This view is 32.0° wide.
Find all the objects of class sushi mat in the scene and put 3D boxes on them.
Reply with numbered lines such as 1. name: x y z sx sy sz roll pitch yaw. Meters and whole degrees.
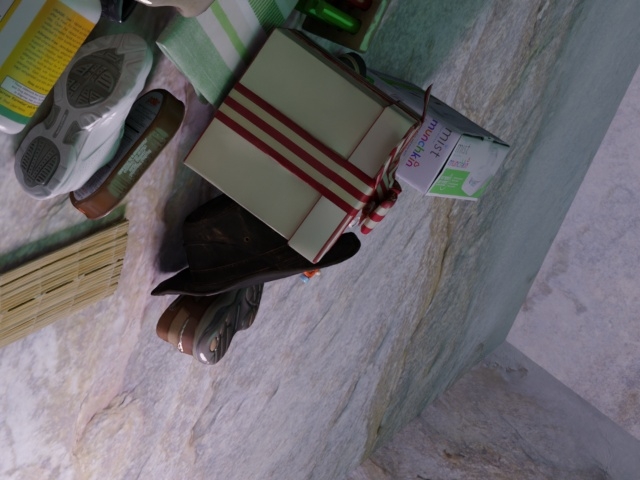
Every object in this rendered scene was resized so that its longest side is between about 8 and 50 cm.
1. sushi mat: -0.386 0.075 1.511 0.316 0.019 0.151 -29 147 -46

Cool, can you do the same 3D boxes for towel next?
1. towel: -0.072 -0.329 1.376 0.325 0.038 0.248 -54 166 -5

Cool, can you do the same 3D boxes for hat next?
1. hat: -0.112 -0.013 1.711 0.331 0.331 0.134 -21 101 -52

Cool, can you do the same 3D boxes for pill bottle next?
1. pill bottle: -0.295 -0.222 1.119 0.208 0.117 0.117 -55 158 5

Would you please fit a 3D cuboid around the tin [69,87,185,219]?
1. tin: -0.244 -0.110 1.404 0.190 0.106 0.040 -52 126 -3

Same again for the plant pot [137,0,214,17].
1. plant pot: -0.111 -0.389 1.019 0.305 0.334 0.334 -48 160 20

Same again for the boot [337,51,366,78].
1. boot: -0.007 -0.198 1.789 0.137 0.077 0.198 -23 131 -42

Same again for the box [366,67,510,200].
1. box: 0.174 -0.183 1.937 0.127 0.231 0.262 -59 158 14

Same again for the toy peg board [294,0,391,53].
1. toy peg board: 0.026 -0.356 1.517 0.079 0.161 0.161 21 98 -36

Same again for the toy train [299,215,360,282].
1. toy train: 0.000 0.000 2.122 0.166 0.046 0.125 -51 159 4

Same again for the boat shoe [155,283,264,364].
1. boat shoe: -0.173 0.094 1.839 0.324 0.116 0.123 -46 150 -69

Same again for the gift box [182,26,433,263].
1. gift box: 0.007 -0.140 1.517 0.276 0.258 0.255 -53 179 17

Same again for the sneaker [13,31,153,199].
1. sneaker: -0.270 -0.151 1.337 0.232 0.090 0.115 -49 166 17

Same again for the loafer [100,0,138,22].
1. loafer: -0.181 -0.339 1.212 0.223 0.078 0.076 -56 161 9
